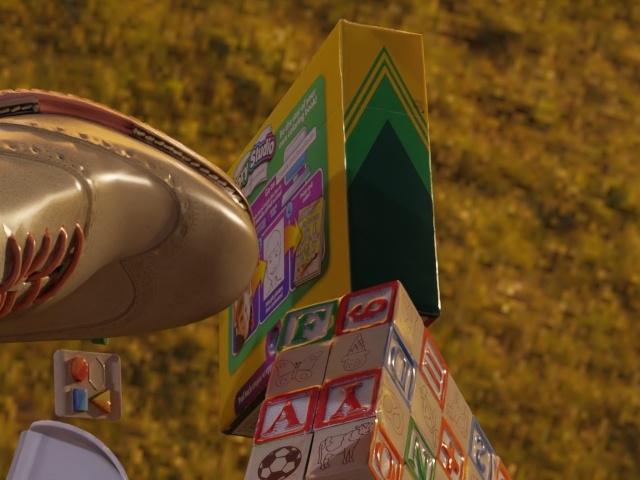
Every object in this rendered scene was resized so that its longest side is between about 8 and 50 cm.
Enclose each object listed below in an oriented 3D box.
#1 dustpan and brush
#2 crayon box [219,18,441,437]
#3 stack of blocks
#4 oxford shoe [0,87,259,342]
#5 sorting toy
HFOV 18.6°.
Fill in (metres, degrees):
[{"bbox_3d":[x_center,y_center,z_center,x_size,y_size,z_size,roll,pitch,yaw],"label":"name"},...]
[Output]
[{"bbox_3d":[-0.164,0.211,1.461,0.211,0.060,0.147,8,67,21],"label":"dustpan and brush"},{"bbox_3d":[0.000,0.000,2.031,0.106,0.363,0.313,10,61,-20],"label":"crayon box"},{"bbox_3d":[0.065,0.197,1.296,0.087,0.297,0.171,-16,35,22],"label":"stack of blocks"},{"bbox_3d":[-0.174,0.008,0.943,0.397,0.140,0.146,6,24,-41],"label":"oxford shoe"},{"bbox_3d":[-0.194,0.108,1.638,0.062,0.083,0.012,7,-16,-37],"label":"sorting toy"}]
